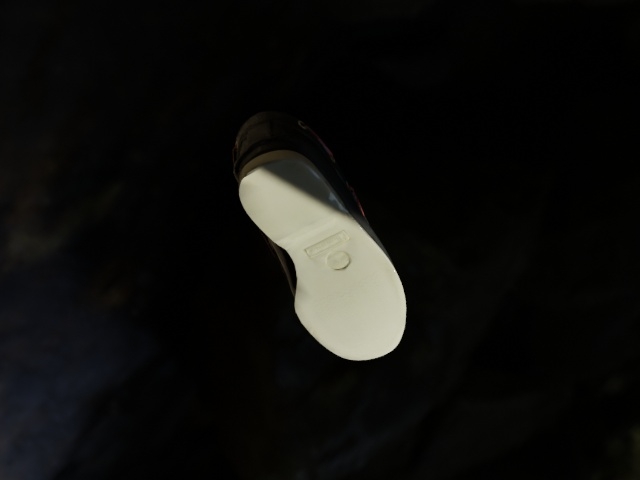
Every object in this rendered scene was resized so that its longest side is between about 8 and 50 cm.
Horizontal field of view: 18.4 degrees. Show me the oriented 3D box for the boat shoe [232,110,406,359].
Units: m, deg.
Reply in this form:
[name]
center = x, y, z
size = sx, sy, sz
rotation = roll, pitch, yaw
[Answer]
[boat shoe]
center = 0.002, -0.001, 0.855
size = 0.049, 0.042, 0.133
rotation = -21, 129, 11
